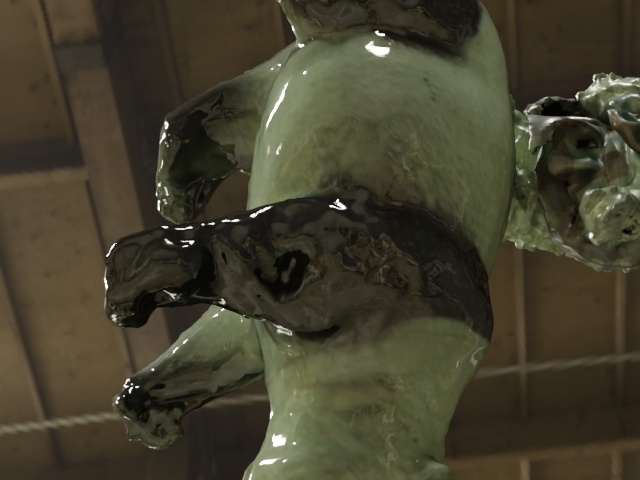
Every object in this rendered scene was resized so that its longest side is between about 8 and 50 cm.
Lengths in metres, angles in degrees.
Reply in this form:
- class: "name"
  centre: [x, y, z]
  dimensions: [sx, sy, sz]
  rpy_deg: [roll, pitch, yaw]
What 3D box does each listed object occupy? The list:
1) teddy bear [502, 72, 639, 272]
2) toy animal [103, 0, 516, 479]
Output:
- class: "teddy bear"
  centre: [0.158, -0.033, 0.669]
  dimensions: [0.213, 0.133, 0.111]
  rpy_deg: [-11, -56, 27]
- class: "toy animal"
  centre: [0.000, 0.000, 0.441]
  dimensions: [0.121, 0.225, 0.094]
  rpy_deg: [8, -34, 0]
